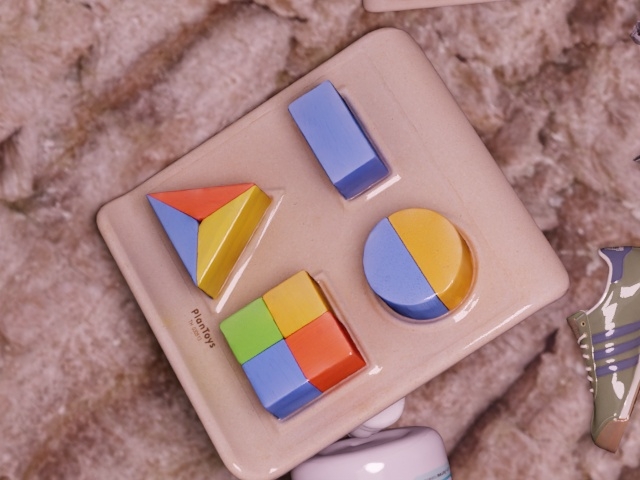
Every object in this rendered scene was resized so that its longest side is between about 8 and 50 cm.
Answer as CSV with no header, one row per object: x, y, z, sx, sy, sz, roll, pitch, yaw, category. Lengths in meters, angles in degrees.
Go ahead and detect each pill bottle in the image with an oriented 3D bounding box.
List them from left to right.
0.069,0.313,1.767,0.146,0.146,0.264,-13,91,2,pill bottle

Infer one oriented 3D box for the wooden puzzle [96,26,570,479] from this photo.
0.000,0.000,1.733,0.348,0.080,0.322,-31,65,1,wooden puzzle

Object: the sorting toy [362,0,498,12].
0.121,-0.312,1.755,0.208,0.038,0.193,-2,96,25,sorting toy

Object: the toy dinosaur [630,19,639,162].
0.408,-0.119,1.718,0.322,0.164,0.218,27,103,-6,toy dinosaur

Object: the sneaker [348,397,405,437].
0.041,0.081,1.798,0.080,0.094,0.212,12,68,-11,sneaker

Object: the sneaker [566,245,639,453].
0.269,0.095,1.798,0.086,0.064,0.192,19,92,9,sneaker
